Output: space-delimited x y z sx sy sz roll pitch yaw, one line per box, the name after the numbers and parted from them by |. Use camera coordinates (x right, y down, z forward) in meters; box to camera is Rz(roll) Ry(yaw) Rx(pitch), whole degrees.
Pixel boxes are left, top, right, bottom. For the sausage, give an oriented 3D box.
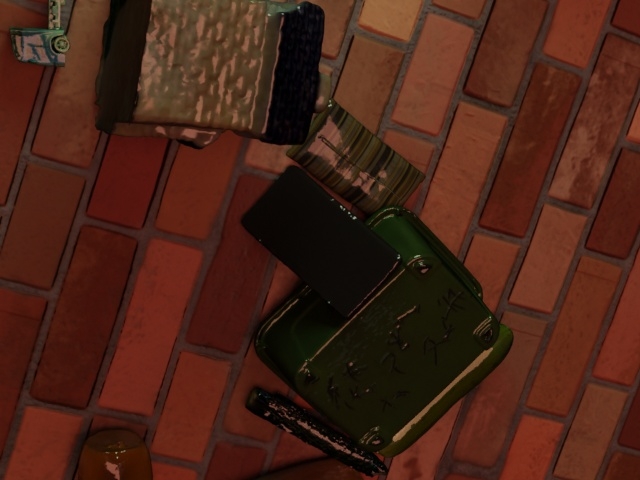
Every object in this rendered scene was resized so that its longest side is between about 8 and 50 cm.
-0.308 0.448 1.795 0.112 0.112 0.328 -4 107 -15 | sausage

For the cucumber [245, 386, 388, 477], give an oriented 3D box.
-0.002 0.306 1.860 0.257 0.044 0.043 31 114 -11 | cucumber

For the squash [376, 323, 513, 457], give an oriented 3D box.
0.191 0.234 1.895 0.292 0.082 0.082 -43 111 -1 | squash

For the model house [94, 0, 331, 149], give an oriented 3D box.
-0.138 -0.234 1.563 0.284 0.298 0.243 11 95 -22 | model house

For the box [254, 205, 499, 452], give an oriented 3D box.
0.094 0.146 1.781 0.329 0.178 0.253 -44 116 4 | box

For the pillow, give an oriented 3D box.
0.056 -0.114 1.788 0.203 0.038 0.113 36 92 -21 | pillow

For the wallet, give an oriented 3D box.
0.000 0.000 1.718 0.124 0.244 0.025 -49 150 0 | wallet

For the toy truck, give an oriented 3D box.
-0.378 -0.323 1.590 0.081 0.067 0.175 0 104 -15 | toy truck

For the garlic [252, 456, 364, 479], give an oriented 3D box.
-0.066 0.442 1.873 0.318 0.112 0.143 -22 107 -21 | garlic
